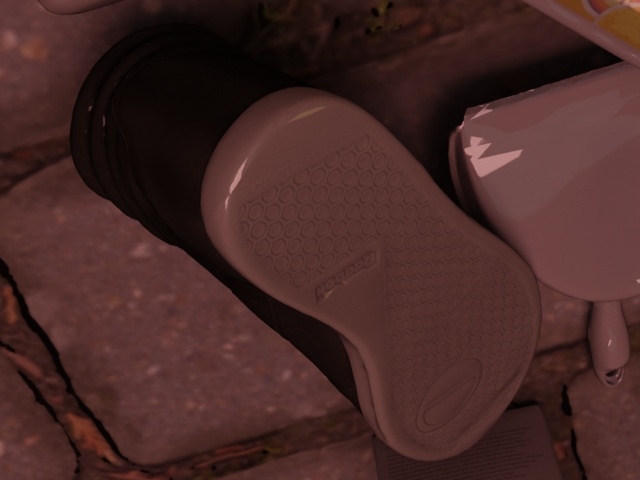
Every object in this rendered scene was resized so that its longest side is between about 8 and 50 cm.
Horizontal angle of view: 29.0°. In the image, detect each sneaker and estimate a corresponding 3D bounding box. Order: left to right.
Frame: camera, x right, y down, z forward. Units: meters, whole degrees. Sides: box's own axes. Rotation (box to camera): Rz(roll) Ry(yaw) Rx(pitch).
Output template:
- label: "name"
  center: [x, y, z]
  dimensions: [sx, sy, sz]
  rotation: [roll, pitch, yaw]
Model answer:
- label: "sneaker"
  center: [0.000, 0.000, 0.570]
  dimensions: [0.104, 0.147, 0.296]
  rotation: [-50, 141, -5]

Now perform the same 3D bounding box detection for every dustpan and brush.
- label: "dustpan and brush"
  center: [0.143, 0.001, 0.615]
  dimensions: [0.147, 0.060, 0.211]
  rotation: [-17, 118, -5]

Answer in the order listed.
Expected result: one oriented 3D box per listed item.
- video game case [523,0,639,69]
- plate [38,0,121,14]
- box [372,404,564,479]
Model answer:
- label: "video game case"
  center: [0.112, -0.175, 0.412]
  dimensions: [0.227, 0.026, 0.206]
  rotation: [29, 119, -4]
- label: "plate"
  center: [-0.026, -0.231, 0.442]
  dimensions: [0.278, 0.045, 0.277]
  rotation: [-16, 124, 5]
- label: "box"
  center: [0.089, 0.163, 0.695]
  dimensions: [0.102, 0.087, 0.101]
  rotation: [-11, 124, 4]
